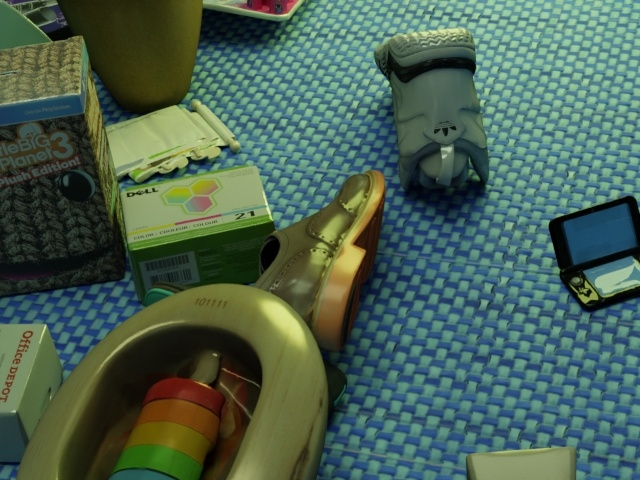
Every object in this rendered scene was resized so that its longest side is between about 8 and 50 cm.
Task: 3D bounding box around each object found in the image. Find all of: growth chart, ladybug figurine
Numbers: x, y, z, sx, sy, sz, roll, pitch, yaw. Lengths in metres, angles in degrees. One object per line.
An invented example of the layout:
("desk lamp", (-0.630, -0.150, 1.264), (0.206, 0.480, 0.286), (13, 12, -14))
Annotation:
("growth chart", (-0.249, -0.141, 2.009), (0.237, 0.021, 0.172), (-17, 40, -12))
("ladybug figurine", (-0.144, 0.242, 1.384), (0.305, 0.162, 0.449), (6, 47, 22))

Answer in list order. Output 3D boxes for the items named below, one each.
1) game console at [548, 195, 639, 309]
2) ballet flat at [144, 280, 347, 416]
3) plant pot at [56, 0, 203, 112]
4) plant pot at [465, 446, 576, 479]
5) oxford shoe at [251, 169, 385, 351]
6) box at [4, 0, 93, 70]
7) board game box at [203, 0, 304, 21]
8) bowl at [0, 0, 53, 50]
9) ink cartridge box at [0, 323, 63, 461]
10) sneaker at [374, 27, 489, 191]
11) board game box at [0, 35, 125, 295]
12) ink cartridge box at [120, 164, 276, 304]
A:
("game console", (0.356, 0.015, 1.679), (0.122, 0.071, 0.107), (-17, 39, -11))
("ballet flat", (-0.082, 0.124, 1.608), (0.280, 0.095, 0.096), (34, 44, 27))
("plant pot", (-0.273, -0.329, 2.059), (0.237, 0.254, 0.237), (-5, 38, 4))
("plant pot", (0.203, 0.276, 1.358), (0.109, 0.109, 0.096), (-5, 51, 3))
("oxford shoe", (0.000, 0.000, 1.666), (0.132, 0.130, 0.364), (11, 26, 7))
("box", (-0.471, -0.359, 2.254), (0.184, 0.103, 0.261), (-23, 41, -22))
("board game box", (-0.181, -0.502, 2.347), (0.389, 0.050, 0.390), (13, 34, 12))
("bowl", (-0.506, -0.222, 1.965), (0.311, 0.311, 0.163), (20, 64, 30))
("ink cartridge box", (-0.422, 0.176, 1.590), (0.208, 0.087, 0.153), (-1, 40, 6))
("sneaker", (0.153, -0.179, 1.909), (0.137, 0.210, 0.366), (-6, 4, 1))
("board game box", (-0.389, -0.087, 1.748), (0.232, 0.291, 0.141), (-9, 38, -1))
("ink cartridge box", (-0.169, -0.046, 1.818), (0.188, 0.097, 0.255), (-12, 40, -6))
